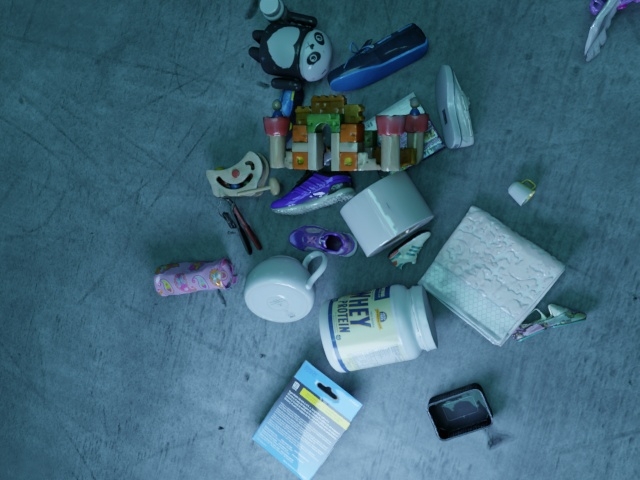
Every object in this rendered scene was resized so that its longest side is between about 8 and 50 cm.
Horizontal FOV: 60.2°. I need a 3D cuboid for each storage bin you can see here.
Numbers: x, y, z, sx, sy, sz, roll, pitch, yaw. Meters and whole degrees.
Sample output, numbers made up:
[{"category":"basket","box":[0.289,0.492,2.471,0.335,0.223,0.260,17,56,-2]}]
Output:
[{"category":"storage bin","box":[0.435,0.535,1.723,0.180,0.084,0.122,-24,83,15]}]

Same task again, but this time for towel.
[{"category":"towel","box":[0.514,0.106,1.701,0.332,0.053,0.317,38,99,20]}]

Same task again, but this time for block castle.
[{"category":"block castle","box":[0.075,-0.332,1.681,0.453,0.303,0.212,6,105,27]}]

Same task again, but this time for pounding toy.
[{"category":"pounding toy","box":[-0.270,-0.227,1.893,0.270,0.155,0.154,-1,93,16]}]

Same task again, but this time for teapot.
[{"category":"teapot","box":[-0.125,0.136,1.834,0.256,0.187,0.252,12,136,-4]}]

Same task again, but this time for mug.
[{"category":"mug","box":[0.618,-0.151,1.702,0.064,0.078,0.062,44,133,21]}]

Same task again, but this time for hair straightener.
[{"category":"hair straightener","box":[-0.298,-0.048,1.922,0.089,0.047,0.230,-27,104,15]}]

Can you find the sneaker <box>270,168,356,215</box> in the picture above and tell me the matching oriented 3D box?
[{"category":"sneaker","box":[-0.035,-0.179,1.863,0.294,0.102,0.146,-15,81,10]}]

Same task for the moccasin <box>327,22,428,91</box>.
[{"category":"moccasin","box":[0.177,-0.595,1.802,0.342,0.138,0.116,-22,79,0]}]

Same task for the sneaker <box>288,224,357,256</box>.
[{"category":"sneaker","box":[0.000,0.000,1.842,0.237,0.104,0.095,8,93,17]}]

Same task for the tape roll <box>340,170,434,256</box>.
[{"category":"tape roll","box":[0.206,-0.081,1.713,0.246,0.246,0.169,-33,80,13]}]

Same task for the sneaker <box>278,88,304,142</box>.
[{"category":"sneaker","box":[-0.123,-0.436,1.907,0.082,0.069,0.209,19,96,31]}]

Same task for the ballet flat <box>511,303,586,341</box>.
[{"category":"ballet flat","box":[0.679,0.237,1.666,0.222,0.077,0.079,-23,80,18]}]

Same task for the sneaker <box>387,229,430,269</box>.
[{"category":"sneaker","box":[0.300,0.032,1.789,0.161,0.057,0.075,-36,97,11]}]

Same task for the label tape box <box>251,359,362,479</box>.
[{"category":"label tape box","box":[-0.035,0.591,1.842,0.241,0.106,0.333,36,98,13]}]

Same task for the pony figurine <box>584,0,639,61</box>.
[{"category":"pony figurine","box":[0.842,-0.715,1.524,0.303,0.351,0.363,-26,64,10]}]

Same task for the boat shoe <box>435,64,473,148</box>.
[{"category":"boat shoe","box":[0.429,-0.422,1.737,0.088,0.096,0.267,-7,80,-13]}]

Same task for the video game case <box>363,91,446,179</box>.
[{"category":"video game case","box":[0.257,-0.334,1.805,0.232,0.042,0.210,-31,81,13]}]

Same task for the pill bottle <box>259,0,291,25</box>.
[{"category":"pill bottle","box":[-0.151,-0.775,1.876,0.078,0.137,0.078,0,89,16]}]

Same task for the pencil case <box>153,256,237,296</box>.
[{"category":"pencil case","box":[-0.444,0.131,1.960,0.284,0.124,0.124,-7,87,15]}]

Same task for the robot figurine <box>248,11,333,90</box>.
[{"category":"robot figurine","box":[-0.096,-0.628,1.839,0.278,0.173,0.209,15,133,16]}]

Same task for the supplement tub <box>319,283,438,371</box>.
[{"category":"supplement tub","box":[0.182,0.269,1.719,0.325,0.235,0.235,-15,85,15]}]
